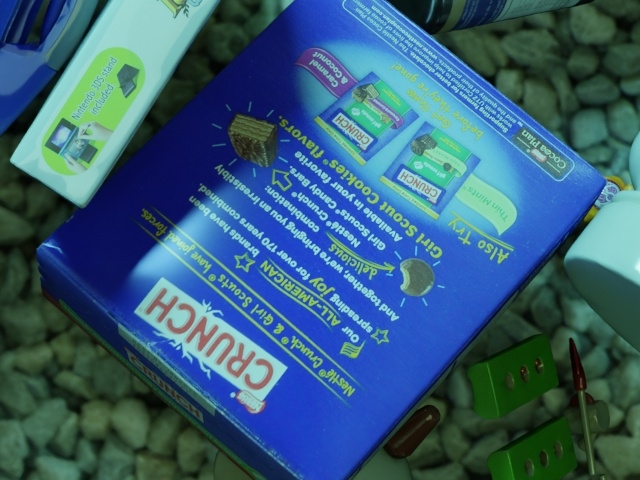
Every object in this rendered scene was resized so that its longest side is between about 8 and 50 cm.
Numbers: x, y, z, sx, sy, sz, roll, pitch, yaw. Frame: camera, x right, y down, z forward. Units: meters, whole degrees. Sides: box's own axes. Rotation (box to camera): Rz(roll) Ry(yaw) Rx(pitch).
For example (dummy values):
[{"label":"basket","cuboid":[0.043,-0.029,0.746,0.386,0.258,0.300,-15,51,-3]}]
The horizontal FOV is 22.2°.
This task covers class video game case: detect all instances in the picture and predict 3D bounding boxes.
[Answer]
[{"label":"video game case","cuboid":[-0.126,-0.147,1.146,0.061,0.269,0.244,34,89,-10]}]

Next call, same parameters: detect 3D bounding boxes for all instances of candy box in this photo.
[{"label":"candy box","cuboid":[0.000,0.000,1.178,0.268,0.122,0.317,41,69,10]}]

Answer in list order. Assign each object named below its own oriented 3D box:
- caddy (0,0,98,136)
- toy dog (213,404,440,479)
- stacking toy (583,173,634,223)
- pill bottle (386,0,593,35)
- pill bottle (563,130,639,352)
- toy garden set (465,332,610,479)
[{"label":"caddy","cuboid":[-0.243,-0.193,1.139,0.179,0.241,0.341,23,92,-7]},{"label":"toy dog","cuboid":[0.065,0.254,1.228,0.161,0.220,0.333,-27,101,30]},{"label":"stacking toy","cuboid":[0.308,-0.011,1.310,0.302,0.166,0.175,14,93,1]},{"label":"pill bottle","cuboid":[0.155,-0.234,1.252,0.219,0.123,0.123,-14,98,-21]},{"label":"pill bottle","cuboid":[0.349,-0.069,1.147,0.204,0.204,0.361,42,81,-11]},{"label":"toy garden set","cuboid":[0.185,0.196,1.301,0.049,0.204,0.244,-11,93,34]}]
